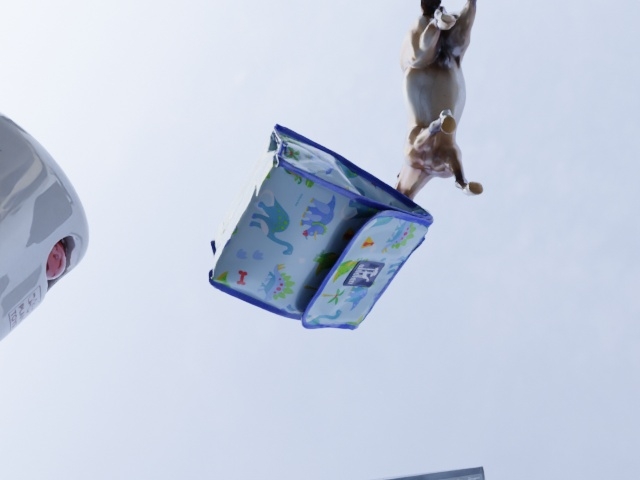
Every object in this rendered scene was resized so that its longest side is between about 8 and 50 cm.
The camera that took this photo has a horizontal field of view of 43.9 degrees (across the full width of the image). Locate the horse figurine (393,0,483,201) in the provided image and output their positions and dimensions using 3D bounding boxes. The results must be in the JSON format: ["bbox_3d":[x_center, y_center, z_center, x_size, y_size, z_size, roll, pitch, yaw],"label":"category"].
[{"bbox_3d":[0.103,-0.137,0.703,0.066,0.174,0.264,1,-89,-7],"label":"horse figurine"}]

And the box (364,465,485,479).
[{"bbox_3d":[0.068,0.314,0.956,0.175,0.220,0.051,-23,-113,42],"label":"box"}]

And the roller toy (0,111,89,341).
[{"bbox_3d":[-0.307,-0.010,0.665,0.209,0.191,0.146,4,-138,37],"label":"roller toy"}]

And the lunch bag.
[{"bbox_3d":[0.000,0.000,0.657,0.129,0.151,0.096,-57,-159,23],"label":"lunch bag"}]
